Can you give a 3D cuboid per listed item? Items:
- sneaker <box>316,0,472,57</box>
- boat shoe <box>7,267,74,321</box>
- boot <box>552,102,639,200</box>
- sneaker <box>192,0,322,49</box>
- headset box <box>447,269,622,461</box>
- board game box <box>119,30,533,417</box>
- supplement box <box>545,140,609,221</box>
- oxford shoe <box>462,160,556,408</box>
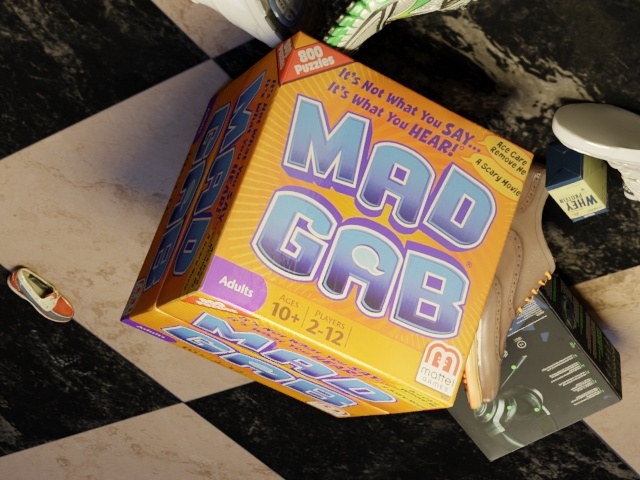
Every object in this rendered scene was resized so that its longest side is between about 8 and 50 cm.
[{"bbox_3d":[0.119,-0.310,1.719,0.146,0.134,0.343,32,138,-25],"label":"sneaker"},{"bbox_3d":[-0.480,0.094,2.467,0.137,0.049,0.043,39,133,-24],"label":"boat shoe"},{"bbox_3d":[0.429,-0.102,1.929,0.258,0.095,0.123,12,136,-2],"label":"boot"},{"bbox_3d":[-0.113,-0.335,1.798,0.297,0.111,0.129,42,149,-28],"label":"sneaker"},{"bbox_3d":[0.302,0.179,2.204,0.246,0.131,0.283,-31,112,25],"label":"headset box"},{"bbox_3d":[0.000,0.000,1.881,0.356,0.356,0.356,25,163,-17],"label":"board game box"},{"bbox_3d":[0.359,-0.087,1.978,0.056,0.083,0.083,-19,134,32],"label":"supplement box"},{"bbox_3d":[0.266,0.062,2.003,0.133,0.363,0.130,6,-178,1],"label":"oxford shoe"}]
